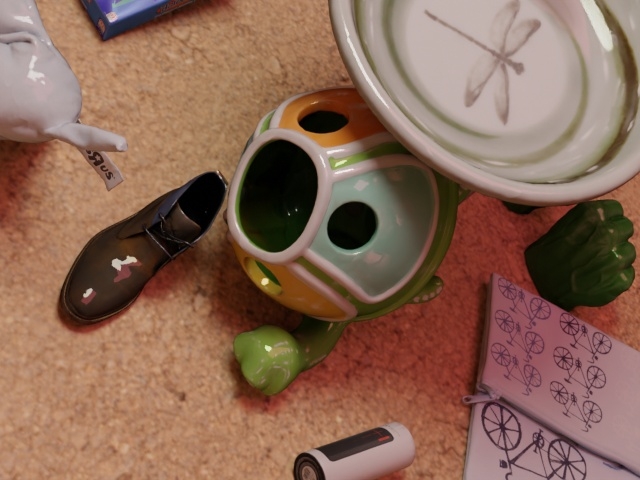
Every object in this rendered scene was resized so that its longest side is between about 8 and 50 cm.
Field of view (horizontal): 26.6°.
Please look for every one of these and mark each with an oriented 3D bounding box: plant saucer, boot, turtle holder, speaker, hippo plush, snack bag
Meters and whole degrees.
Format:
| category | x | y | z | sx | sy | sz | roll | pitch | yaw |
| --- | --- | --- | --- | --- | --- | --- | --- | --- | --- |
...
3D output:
| category | x | y | z | sx | sy | sz | roll | pitch | yaw |
| --- | --- | --- | --- | --- | --- | --- | --- | --- | --- |
| plant saucer | 0.183 | -0.208 | 1.427 | 0.400 | 0.100 | 0.401 | 8 | 66 | -19 |
| boot | -0.183 | -0.001 | 1.418 | 0.082 | 0.106 | 0.219 | 46 | 47 | -5 |
| turtle holder | -0.007 | -0.018 | 1.466 | 0.243 | 0.320 | 0.227 | 54 | 24 | 21 |
| speaker | 0.039 | 0.240 | 1.479 | 0.136 | 0.055 | 0.055 | -12 | 72 | -39 |
| hippo plush | -0.367 | -0.129 | 1.329 | 0.236 | 0.234 | 0.294 | -28 | 82 | -17 |
| snack bag | 0.315 | 0.245 | 1.689 | 0.323 | 0.037 | 0.343 | 30 | 51 | -20 |

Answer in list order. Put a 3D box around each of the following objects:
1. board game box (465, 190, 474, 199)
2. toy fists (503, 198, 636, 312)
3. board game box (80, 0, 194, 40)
| category | x | y | z | sx | sy | sz | roll | pitch | yaw |
| --- | --- | --- | --- | --- | --- | --- | --- | --- | --- |
| board game box | 0.184 | -0.178 | 1.650 | 0.053 | 0.305 | 0.193 | -20 | 77 | -34 |
| toy fists | 0.329 | -0.046 | 1.792 | 0.096 | 0.142 | 0.279 | -6 | 70 | -38 |
| board game box | -0.202 | -0.349 | 1.603 | 0.210 | 0.047 | 0.160 | -29 | 84 | -25 |
